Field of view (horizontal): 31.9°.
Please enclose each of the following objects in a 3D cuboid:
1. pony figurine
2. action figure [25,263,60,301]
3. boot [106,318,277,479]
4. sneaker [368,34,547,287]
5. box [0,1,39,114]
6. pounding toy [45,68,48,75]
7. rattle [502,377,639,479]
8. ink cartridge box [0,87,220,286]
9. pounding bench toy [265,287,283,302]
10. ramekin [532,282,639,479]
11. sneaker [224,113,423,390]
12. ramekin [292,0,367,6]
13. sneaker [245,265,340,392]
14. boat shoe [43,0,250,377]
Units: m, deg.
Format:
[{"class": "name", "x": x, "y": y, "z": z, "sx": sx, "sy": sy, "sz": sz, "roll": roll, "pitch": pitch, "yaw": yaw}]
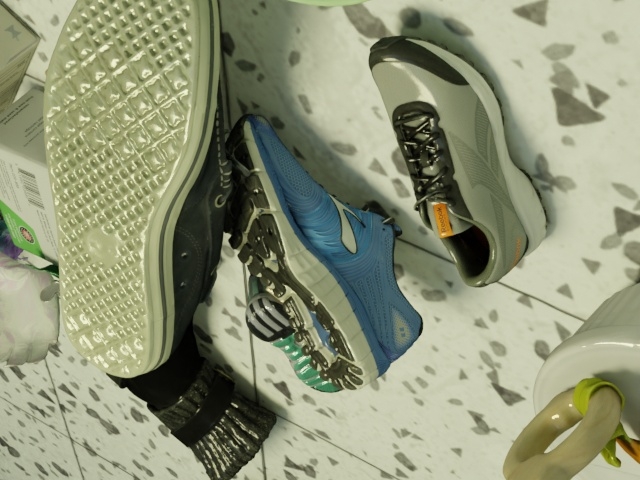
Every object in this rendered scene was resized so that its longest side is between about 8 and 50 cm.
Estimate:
[{"class": "pony figurine", "x": -0.542, "y": 0.056, "z": 1.675, "sx": 0.302, "sy": 0.351, "sz": 0.363, "roll": 11, "pitch": 148, "yaw": -16}, {"class": "action figure", "x": -0.334, "y": 0.072, "z": 1.616, "sx": 0.137, "sy": 0.063, "sz": 0.232, "roll": 32, "pitch": -176, "yaw": 4}, {"class": "boot", "x": -0.179, "y": 0.214, "z": 1.634, "sx": 0.260, "sy": 0.131, "sz": 0.348, "roll": 44, "pitch": 159, "yaw": 7}, {"class": "sneaker", "x": 0.125, "y": -0.074, "z": 1.068, "sx": 0.100, "sy": 0.108, "sz": 0.271, "roll": -8, "pitch": 121, "yaw": 49}, {"class": "box", "x": -0.485, "y": -0.209, "z": 1.460, "sx": 0.127, "sy": 0.148, "sz": 0.232, "roll": 44, "pitch": 144, "yaw": -3}, {"class": "pounding toy", "x": -0.227, "y": -0.158, "z": 1.308, "sx": 0.206, "sy": 0.094, "sz": 0.181, "roll": -16, "pitch": 122, "yaw": 41}, {"class": "rattle", "x": 0.222, "y": 0.230, "z": 0.999, "sx": 0.130, "sy": 0.200, "sz": 0.143, "roll": -12, "pitch": 120, "yaw": 49}, {"class": "ink cartridge box", "x": -0.286, "y": -0.047, "z": 1.470, "sx": 0.289, "sy": 0.121, "sz": 0.211, "roll": 23, "pitch": 142, "yaw": 24}, {"class": "pounding bench toy", "x": -0.017, "y": 0.040, "z": 1.376, "sx": 0.052, "sy": 0.083, "sz": 0.065, "roll": 37, "pitch": 113, "yaw": 8}, {"class": "ramekin", "x": 0.353, "y": 0.158, "z": 1.084, "sx": 0.273, "sy": 0.127, "sz": 0.273, "roll": 25, "pitch": 142, "yaw": 22}, {"class": "sneaker", "x": 0.000, "y": 0.000, "z": 1.254, "sx": 0.330, "sy": 0.147, "sz": 0.130, "roll": 59, "pitch": 148, "yaw": 8}, {"class": "ramekin", "x": 0.001, "y": -0.347, "z": 0.851, "sx": 0.303, "sy": 0.148, "sz": 0.303, "roll": 25, "pitch": 142, "yaw": 21}, {"class": "sneaker", "x": -0.020, "y": 0.110, "z": 1.454, "sx": 0.083, "sy": 0.098, "sz": 0.224, "roll": -26, "pitch": 134, "yaw": 15}, {"class": "boat shoe", "x": -0.177, "y": -0.079, "z": 1.176, "sx": 0.186, "sy": 0.156, "sz": 0.500, "roll": 23, "pitch": 128, "yaw": 18}]
